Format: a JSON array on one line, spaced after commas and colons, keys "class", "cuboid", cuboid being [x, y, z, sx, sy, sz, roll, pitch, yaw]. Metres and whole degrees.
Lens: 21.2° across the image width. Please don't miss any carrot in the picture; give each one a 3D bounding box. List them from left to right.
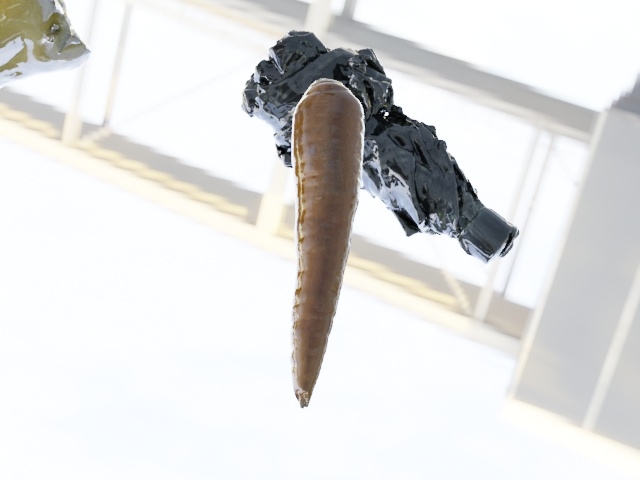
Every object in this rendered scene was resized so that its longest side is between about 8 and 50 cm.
[{"class": "carrot", "cuboid": [0.000, 0.000, 1.065, 0.048, 0.048, 0.216, 9, -111, -12]}]

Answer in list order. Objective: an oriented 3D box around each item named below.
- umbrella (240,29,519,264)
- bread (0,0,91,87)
[{"class": "umbrella", "cuboid": [0.058, -0.085, 1.851, 0.337, 0.154, 0.128, 50, 177, 6]}, {"class": "bread", "cuboid": [-0.429, -0.247, 1.459, 0.394, 0.361, 0.250, -25, -169, -10]}]
